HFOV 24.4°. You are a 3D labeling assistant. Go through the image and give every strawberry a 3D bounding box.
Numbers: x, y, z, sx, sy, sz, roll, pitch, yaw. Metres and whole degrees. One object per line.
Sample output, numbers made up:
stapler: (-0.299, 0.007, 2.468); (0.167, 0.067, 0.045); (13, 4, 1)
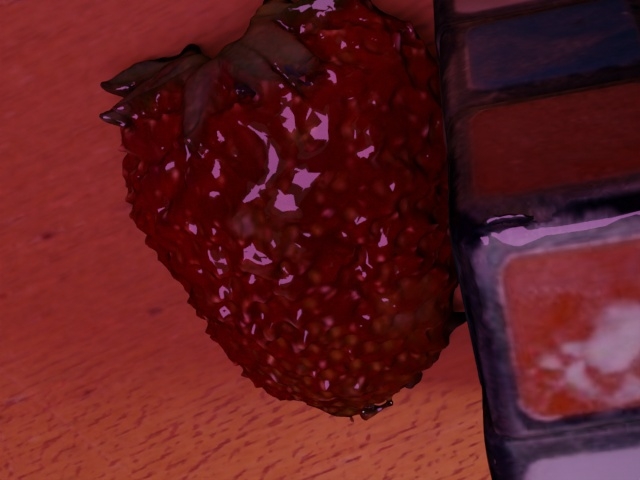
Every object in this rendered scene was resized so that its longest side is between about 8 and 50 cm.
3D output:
strawberry: (0.000, 0.000, 0.960); (0.233, 0.138, 0.306); (-22, 107, 16)

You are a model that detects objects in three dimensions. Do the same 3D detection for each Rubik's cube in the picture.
Rubik's cube: (0.261, 0.023, 0.794); (0.362, 0.363, 0.359); (-10, 121, 13)
